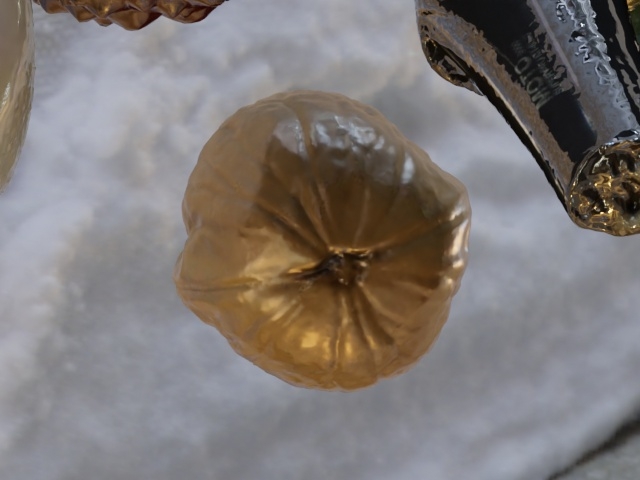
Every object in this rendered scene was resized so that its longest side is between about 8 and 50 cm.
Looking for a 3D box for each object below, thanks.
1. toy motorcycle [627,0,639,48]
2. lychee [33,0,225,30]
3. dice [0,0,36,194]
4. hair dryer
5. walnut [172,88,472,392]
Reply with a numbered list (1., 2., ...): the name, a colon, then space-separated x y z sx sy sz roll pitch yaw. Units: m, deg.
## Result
1. toy motorcycle: 0.252 -0.140 0.871 0.127 0.205 0.275 11 60 -62
2. lychee: -0.095 -0.247 0.792 0.264 0.300 0.264 -7 90 -81
3. dice: -0.311 -0.127 0.616 0.276 0.304 0.304 -21 106 -31
4. hair dryer: 0.192 -0.189 0.710 0.120 0.304 0.359 36 110 -27
5. walnut: 0.000 0.000 1.057 0.228 0.228 0.228 -4 96 -42
